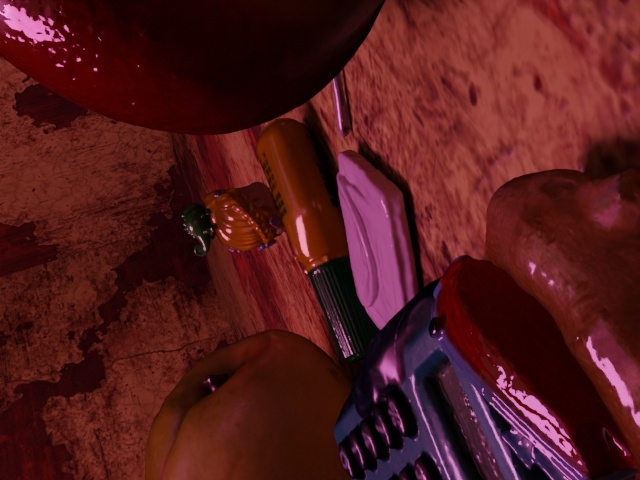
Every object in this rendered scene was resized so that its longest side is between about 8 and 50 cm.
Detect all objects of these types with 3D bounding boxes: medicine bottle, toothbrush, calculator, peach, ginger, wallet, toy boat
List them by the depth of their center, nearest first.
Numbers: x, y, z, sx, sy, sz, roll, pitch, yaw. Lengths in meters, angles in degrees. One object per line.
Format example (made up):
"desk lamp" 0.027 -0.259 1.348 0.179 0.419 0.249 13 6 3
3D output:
"ginger" 0.147 0.087 0.297 0.299 0.065 0.118 64 150 28
"toy boat" 0.110 0.068 0.424 0.173 0.069 0.059 -128 31 -46
"peach" -0.083 -0.206 0.465 0.338 0.281 0.281 -112 9 -64
"calculator" 0.092 0.186 0.560 0.248 0.058 0.274 68 153 24
"toothbrush" 0.013 -0.159 0.666 0.017 0.014 0.162 35 144 47
"wallet" 0.052 0.016 0.701 0.124 0.032 0.183 -131 26 -57
"medicine bottle" 0.000 0.000 0.823 0.095 0.064 0.261 89 161 -77
"peach" -0.070 0.282 0.982 0.281 0.314 0.316 16 146 51

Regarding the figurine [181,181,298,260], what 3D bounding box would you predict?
"figurine" -0.081 -0.016 0.939 0.095 0.156 0.115 117 136 -73
